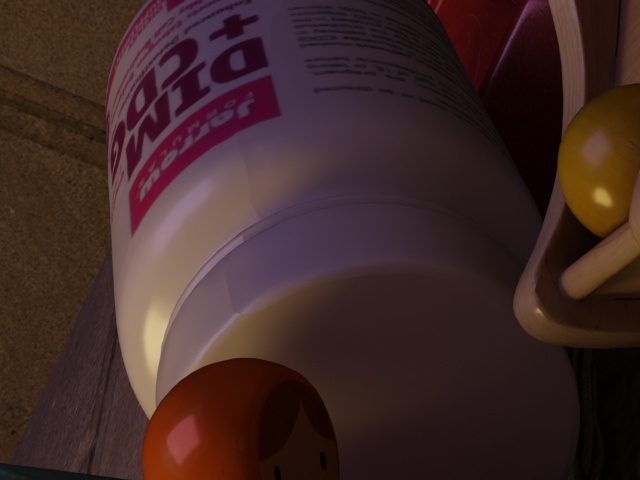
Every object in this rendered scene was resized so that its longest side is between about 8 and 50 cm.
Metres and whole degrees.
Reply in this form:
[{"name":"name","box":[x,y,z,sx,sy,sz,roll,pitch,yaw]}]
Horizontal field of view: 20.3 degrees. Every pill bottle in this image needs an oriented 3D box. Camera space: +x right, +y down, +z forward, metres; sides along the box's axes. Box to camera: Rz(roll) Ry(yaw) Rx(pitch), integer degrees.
[{"name":"pill bottle","box":[0.000,0.000,0.684,0.160,0.160,0.283,-63,19,22]}]

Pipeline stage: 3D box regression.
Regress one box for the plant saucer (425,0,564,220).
[{"name":"plant saucer","box":[0.064,-0.045,0.920,0.259,0.048,0.258,-109,42,-71]}]

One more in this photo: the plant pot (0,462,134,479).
[{"name":"plant pot","box":[-0.107,0.217,0.702,0.165,0.166,0.234,25,99,55]}]

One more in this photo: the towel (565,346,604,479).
[{"name":"towel","box":[0.065,0.111,0.679,0.148,0.027,0.110,-54,19,45]}]

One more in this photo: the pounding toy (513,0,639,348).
[{"name":"pounding toy","box":[0.126,-0.110,0.489,0.155,0.154,0.269,132,156,-60]}]

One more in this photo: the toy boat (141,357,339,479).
[{"name":"toy boat","box":[-0.011,0.108,0.511,0.151,0.231,0.151,147,113,-90]}]
